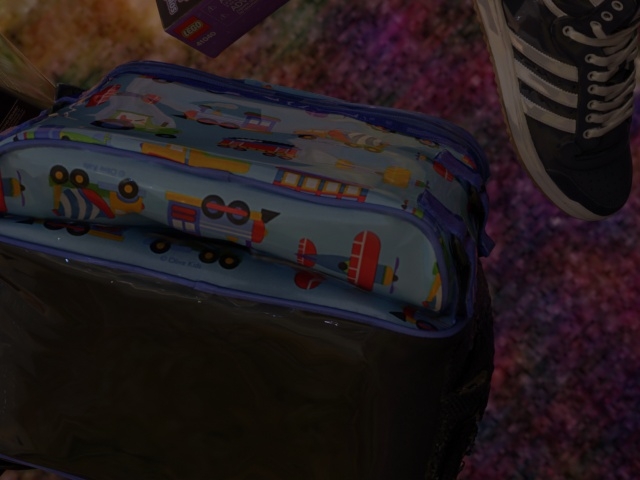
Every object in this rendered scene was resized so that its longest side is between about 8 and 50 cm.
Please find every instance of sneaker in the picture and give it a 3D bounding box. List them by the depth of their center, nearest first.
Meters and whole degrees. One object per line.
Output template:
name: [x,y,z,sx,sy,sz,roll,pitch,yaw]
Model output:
sneaker: [0.212,-0.136,0.954,0.099,0.282,0.153,-39,26,-32]

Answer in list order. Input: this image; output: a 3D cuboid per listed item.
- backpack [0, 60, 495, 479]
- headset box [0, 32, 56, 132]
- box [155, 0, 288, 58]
backpack: [-0.019,0.009,0.401,0.173,0.158,0.117,-52,-26,-67]
headset box: [-0.352,-0.142,1.098,0.110,0.218,0.293,-51,-27,7]
box: [-0.053,-0.302,0.894,0.201,0.057,0.293,-33,58,25]
